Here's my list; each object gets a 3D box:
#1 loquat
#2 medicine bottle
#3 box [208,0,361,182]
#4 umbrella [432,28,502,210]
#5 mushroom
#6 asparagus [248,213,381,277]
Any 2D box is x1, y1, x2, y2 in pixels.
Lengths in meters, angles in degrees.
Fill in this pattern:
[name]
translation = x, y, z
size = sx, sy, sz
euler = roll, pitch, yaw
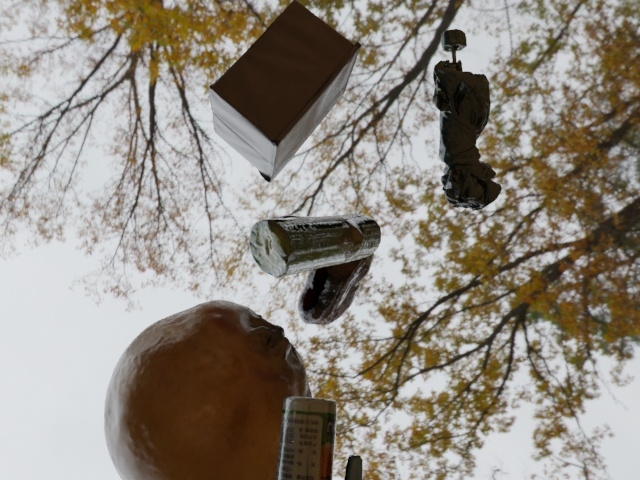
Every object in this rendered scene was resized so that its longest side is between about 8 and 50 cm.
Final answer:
[loquat]
translation = -0.161, 0.257, 0.865
size = 0.329, 0.328, 0.328
euler = 11, -119, -20
[medicine bottle]
translation = -0.004, 0.280, 0.595
size = 0.092, 0.061, 0.220
euler = 3, -107, 7
[box]
translation = -0.068, -0.266, 1.024
size = 0.153, 0.188, 0.252
euler = 37, -107, 2
[umbrella]
translation = 0.272, -0.230, 1.077
size = 0.143, 0.094, 0.348
euler = 2, -96, -55
[mushroom]
translation = -0.019, 0.029, 1.092
size = 0.218, 0.226, 0.148
euler = 41, -153, 26
[asparagus]
translation = 0.000, 0.002, 0.606
size = 0.067, 0.059, 0.278
euler = 24, -168, 22
